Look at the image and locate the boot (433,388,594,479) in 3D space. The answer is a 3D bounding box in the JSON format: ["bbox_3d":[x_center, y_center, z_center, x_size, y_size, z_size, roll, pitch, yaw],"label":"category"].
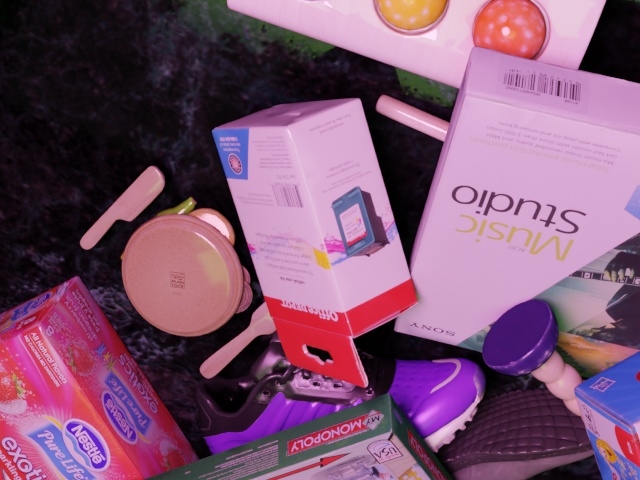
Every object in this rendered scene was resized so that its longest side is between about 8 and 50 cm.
[{"bbox_3d":[0.171,0.242,1.055,0.246,0.083,0.161,-16,122,17],"label":"boot"}]

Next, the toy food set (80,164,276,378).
[{"bbox_3d":[-0.127,0.030,1.021,0.132,0.038,0.192,-40,93,21],"label":"toy food set"}]

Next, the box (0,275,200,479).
[{"bbox_3d":[-0.244,0.184,1.070,0.128,0.122,0.257,-25,107,15],"label":"box"}]

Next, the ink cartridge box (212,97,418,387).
[{"bbox_3d":[0.000,0.000,0.919,0.134,0.078,0.231,8,119,57],"label":"ink cartridge box"}]

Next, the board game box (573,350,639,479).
[{"bbox_3d":[0.397,0.193,0.889,0.308,0.086,0.302,-25,110,-12],"label":"board game box"}]

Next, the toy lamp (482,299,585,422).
[{"bbox_3d":[0.251,0.160,0.920,0.080,0.080,0.275,-35,114,23],"label":"toy lamp"}]

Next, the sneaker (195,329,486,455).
[{"bbox_3d":[0.005,0.144,1.017,0.293,0.102,0.146,-19,108,19],"label":"sneaker"}]

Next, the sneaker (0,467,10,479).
[{"bbox_3d":[-0.320,0.312,1.163,0.118,0.107,0.279,-3,111,23],"label":"sneaker"}]

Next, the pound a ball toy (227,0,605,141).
[{"bbox_3d":[0.086,-0.158,0.846,0.319,0.136,0.208,20,116,2],"label":"pound a ball toy"}]

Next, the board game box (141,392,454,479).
[{"bbox_3d":[-0.032,0.265,0.989,0.317,0.046,0.213,-22,129,17],"label":"board game box"}]

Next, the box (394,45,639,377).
[{"bbox_3d":[0.197,-0.001,0.855,0.232,0.058,0.322,13,145,3],"label":"box"}]
